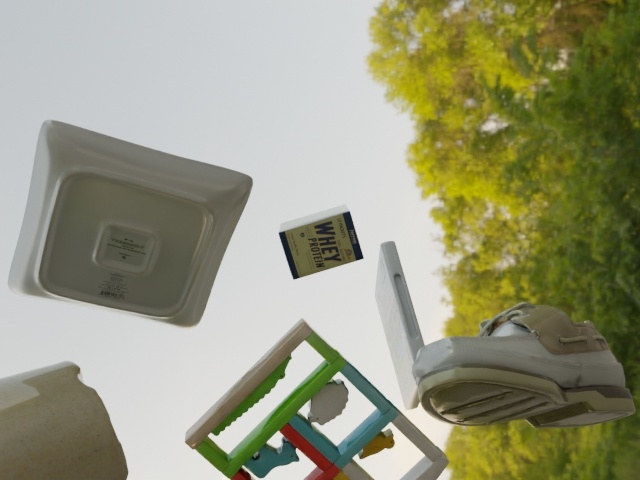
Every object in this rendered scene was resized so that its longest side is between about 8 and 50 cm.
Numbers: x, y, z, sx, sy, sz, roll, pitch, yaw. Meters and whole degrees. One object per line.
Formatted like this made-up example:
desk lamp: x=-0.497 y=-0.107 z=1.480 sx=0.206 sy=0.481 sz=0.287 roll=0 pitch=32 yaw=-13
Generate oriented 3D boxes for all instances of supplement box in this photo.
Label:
supplement box: x=0.000 y=0.000 z=0.819 sx=0.083 sy=0.083 sz=0.056 roll=-103 pitch=-4 yaw=-82

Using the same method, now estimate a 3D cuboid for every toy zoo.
toy zoo: x=0.014 y=0.256 z=0.843 sx=0.192 sy=0.293 sz=0.030 roll=-44 pitch=12 yaw=1

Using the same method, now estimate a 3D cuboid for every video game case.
video game case: x=0.124 y=0.138 z=1.114 sx=0.227 sy=0.026 sz=0.206 roll=87 pitch=171 yaw=-65

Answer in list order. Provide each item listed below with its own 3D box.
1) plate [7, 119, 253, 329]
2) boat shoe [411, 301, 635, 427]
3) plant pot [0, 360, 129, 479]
plate: x=-0.261 y=0.002 z=0.976 sx=0.045 sy=0.277 sz=0.278 roll=-105 pitch=35 yaw=-55
boat shoe: x=0.191 y=0.117 z=0.692 sx=0.302 sy=0.113 sz=0.103 roll=18 pitch=-125 yaw=-43
plant pot: x=-0.416 y=0.307 z=0.892 sx=0.305 sy=0.334 sz=0.334 roll=-20 pitch=-62 yaw=-32
